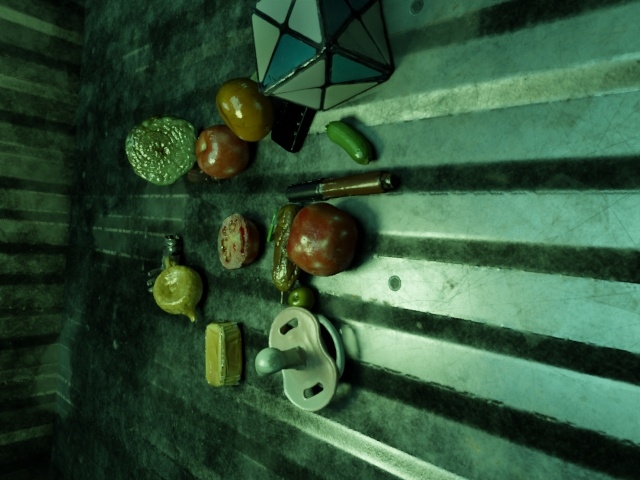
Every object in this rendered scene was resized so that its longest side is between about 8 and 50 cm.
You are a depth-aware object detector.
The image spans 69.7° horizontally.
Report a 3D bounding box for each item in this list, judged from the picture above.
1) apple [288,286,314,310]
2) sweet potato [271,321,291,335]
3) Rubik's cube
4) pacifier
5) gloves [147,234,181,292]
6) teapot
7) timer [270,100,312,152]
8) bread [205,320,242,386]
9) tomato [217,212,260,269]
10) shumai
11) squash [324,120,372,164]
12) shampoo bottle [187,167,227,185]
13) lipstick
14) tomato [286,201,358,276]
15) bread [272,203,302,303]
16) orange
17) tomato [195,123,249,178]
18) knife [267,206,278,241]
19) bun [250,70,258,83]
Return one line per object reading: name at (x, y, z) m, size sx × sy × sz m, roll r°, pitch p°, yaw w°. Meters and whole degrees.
apple at (-0.062, 0.196, 1.528) m, size 0.089 × 0.074 × 0.090 m, roll -13°, pitch 62°, yaw 26°
sweet potato at (-0.139, 0.312, 1.613) m, size 0.117 × 0.049 × 0.049 m, roll 28°, pitch 106°, yaw 47°
Rubik's cube at (-0.002, -0.595, 1.369) m, size 0.310 × 0.305 × 0.307 m, roll -14°, pitch 79°, yaw 41°
pacifier at (-0.073, 0.369, 1.435) m, size 0.220 × 0.273 × 0.332 m, roll 111°, pitch 139°, yaw -61°
gloves at (-0.692, 0.114, 2.083) m, size 0.142 × 0.119 × 0.286 m, roll 19°, pitch 86°, yaw 53°
teapot at (-0.595, 0.207, 1.964) m, size 0.203 × 0.167 × 0.311 m, roll -29°, pitch 65°, yaw 0°
timer at (-0.098, -0.417, 1.618) m, size 0.144 × 0.055 × 0.187 m, roll 42°, pitch 119°, yaw 38°
bread at (-0.372, 0.434, 1.771) m, size 0.136 × 0.107 × 0.241 m, roll -8°, pitch 81°, yaw 44°
tomato at (-0.308, 0.007, 1.757) m, size 0.225 × 0.085 × 0.225 m, roll -2°, pitch 88°, yaw 46°
shumai at (-0.704, -0.415, 2.059) m, size 0.263 × 0.309 × 0.304 m, roll -141°, pitch 56°, yaw -63°
squash at (0.088, -0.310, 1.426) m, size 0.219 × 0.068 × 0.077 m, roll 46°, pitch 122°, yaw 35°
shampoo bottle at (-0.477, -0.269, 1.941) m, size 0.236 × 0.067 × 0.068 m, roll 10°, pitch 85°, yaw 42°
lipstick at (0.054, -0.166, 1.444) m, size 0.418 × 0.077 × 0.077 m, roll -2°, pitch 86°, yaw 42°
tomato at (0.003, 0.002, 1.404) m, size 0.232 × 0.188 × 0.232 m, roll 0°, pitch 90°, yaw 42°
bread at (-0.114, 0.041, 1.546) m, size 0.124 × 0.084 × 0.344 m, roll -8°, pitch 73°, yaw 58°
orange at (-0.263, -0.470, 1.635) m, size 0.171 × 0.240 × 0.240 m, roll -39°, pitch 54°, yaw -11°
tomato at (-0.372, -0.341, 1.770) m, size 0.208 × 0.184 × 0.208 m, roll -11°, pitch 75°, yaw 47°
knife at (-0.168, -0.056, 1.615) m, size 0.212 × 0.015 × 0.054 m, roll 114°, pitch 165°, yaw -59°
bun at (-0.220, -0.591, 1.727) m, size 0.115 × 0.069 × 0.115 m, roll -30°, pitch 46°, yaw 37°
